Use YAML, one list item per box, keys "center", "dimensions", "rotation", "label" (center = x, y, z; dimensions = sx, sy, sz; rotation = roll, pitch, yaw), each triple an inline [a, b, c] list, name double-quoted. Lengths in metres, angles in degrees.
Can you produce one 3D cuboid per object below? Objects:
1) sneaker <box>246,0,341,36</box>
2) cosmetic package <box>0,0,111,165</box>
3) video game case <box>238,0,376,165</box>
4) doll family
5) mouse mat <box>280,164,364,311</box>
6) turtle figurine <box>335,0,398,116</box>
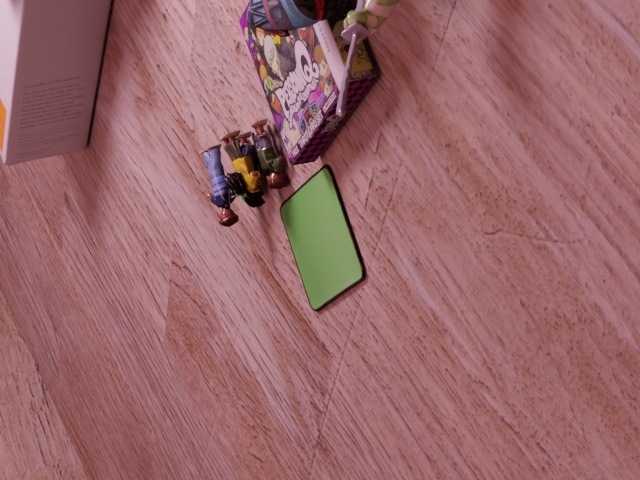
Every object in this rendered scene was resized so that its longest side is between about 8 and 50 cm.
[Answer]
- center: [-0.060, -0.353, 1.727]
  dimensions: [0.125, 0.104, 0.262]
  rotation: [-20, 72, 46]
  label: "sneaker"
- center: [-0.483, -0.359, 2.660]
  dimensions: [0.230, 0.161, 0.453]
  rotation: [63, 152, 27]
  label: "cosmetic package"
- center: [-0.020, -0.230, 1.852]
  dimensions: [0.210, 0.041, 0.232]
  rotation: [71, 156, 15]
  label: "video game case"
- center: [-0.105, -0.086, 2.090]
  dimensions: [0.111, 0.076, 0.193]
  rotation: [71, 161, 1]
  label: "doll family"
- center: [0.000, 0.000, 1.980]
  dimensions: [0.189, 0.007, 0.153]
  rotation: [-37, 69, 63]
  label: "mouse mat"
- center: [0.001, -0.302, 1.533]
  dimensions: [0.275, 0.197, 0.266]
  rotation: [-56, 15, 5]
  label: "turtle figurine"
